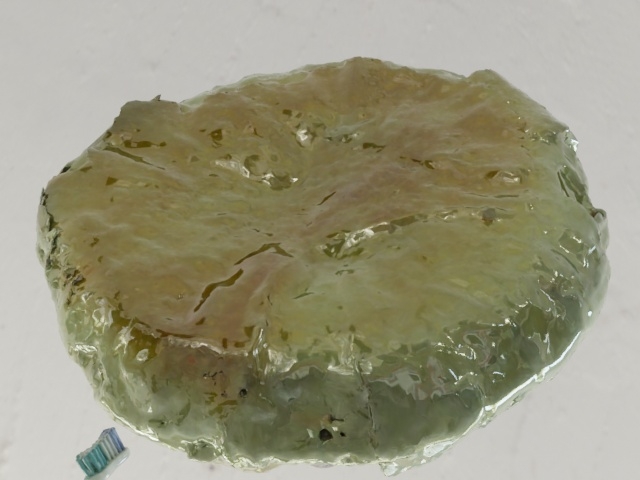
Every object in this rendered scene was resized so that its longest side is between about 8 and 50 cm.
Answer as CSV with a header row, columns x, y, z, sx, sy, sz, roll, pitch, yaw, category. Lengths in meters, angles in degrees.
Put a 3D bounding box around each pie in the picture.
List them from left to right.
x,y,z,sx,sy,sz,roll,pitch,yaw,category
0.000,0.000,0.723,0.306,0.306,0.071,1,-54,2,pie

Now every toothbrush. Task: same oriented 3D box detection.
x,y,z,sx,sy,sz,roll,pitch,yaw,category
-0.232,0.227,1.031,0.030,0.304,0.030,18,-53,25,toothbrush

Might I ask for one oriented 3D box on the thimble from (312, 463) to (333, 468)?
x,y,z,sx,sy,sz,roll,pitch,yaw,category
0.024,0.033,0.951,0.150,0.237,0.237,47,-72,1,thimble
